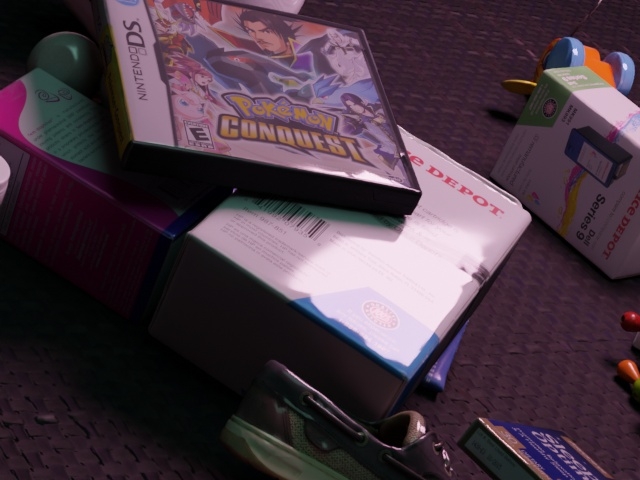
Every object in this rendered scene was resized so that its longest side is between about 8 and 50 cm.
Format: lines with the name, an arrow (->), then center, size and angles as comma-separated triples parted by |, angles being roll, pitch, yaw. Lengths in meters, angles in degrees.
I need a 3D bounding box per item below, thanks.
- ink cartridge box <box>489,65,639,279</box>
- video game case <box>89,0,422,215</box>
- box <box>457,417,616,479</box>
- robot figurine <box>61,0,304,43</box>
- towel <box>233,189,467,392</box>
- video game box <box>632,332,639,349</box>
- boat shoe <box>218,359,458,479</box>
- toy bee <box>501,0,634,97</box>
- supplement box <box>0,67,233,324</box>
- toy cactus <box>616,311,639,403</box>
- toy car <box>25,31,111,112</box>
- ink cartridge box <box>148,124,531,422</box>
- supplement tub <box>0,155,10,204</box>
ink cartridge box -> 0.321, -0.079, 2.076 | 0.093, 0.154, 0.212 | -10, 45, -48
video game case -> -0.062, -0.134, 1.634 | 0.275, 0.035, 0.248 | 8, 40, -23
box -> 0.218, 0.213, 1.550 | 0.136, 0.036, 0.225 | 42, 11, 28
robot figurine -> -0.145, -0.323, 1.959 | 0.353, 0.300, 0.199 | 55, 6, -36
towel -> 0.000, 0.000, 1.775 | 0.336, 0.040, 0.243 | 28, 35, 1
video game box -> 0.450, 0.106, 1.983 | 0.187, 0.048, 0.205 | 32, 28, 7
boat shoe -> 0.059, 0.181, 1.448 | 0.285, 0.092, 0.103 | 25, 2, -17
toy bee -> 0.334, -0.197, 2.326 | 0.195, 0.162, 0.298 | 31, 52, -8
supplement box -> -0.209, -0.042, 1.616 | 0.220, 0.114, 0.111 | 33, 37, 11
toy cactus -> 0.404, 0.155, 1.825 | 0.180, 0.112, 0.219 | 20, 19, -31
toy car -> -0.202, -0.111, 1.721 | 0.182, 0.136, 0.159 | 14, -8, 13
ink cartridge box -> 0.024, 0.028, 1.630 | 0.223, 0.129, 0.307 | 33, 38, 9
supplement tub -> -0.308, -0.023, 1.518 | 0.071, 0.107, 0.071 | 20, 28, -11
